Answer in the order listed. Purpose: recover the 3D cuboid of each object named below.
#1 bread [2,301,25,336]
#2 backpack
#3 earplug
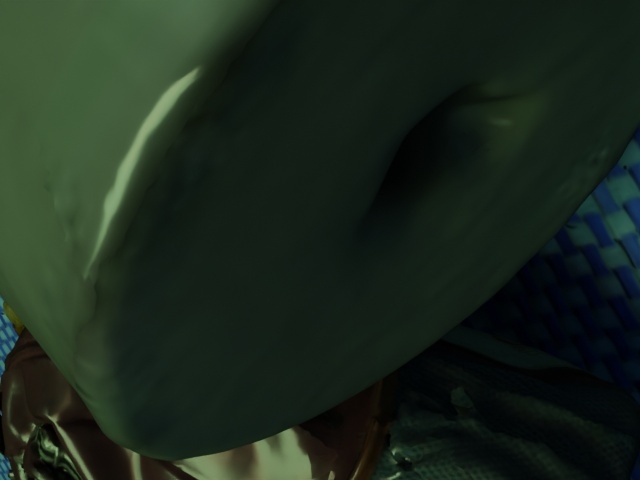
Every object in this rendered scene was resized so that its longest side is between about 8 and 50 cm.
[{"bbox_3d":[-0.182,0.041,1.196,0.140,0.106,0.236,60,153,-8],"label":"bread"},{"bbox_3d":[-0.016,0.126,0.774,0.317,0.197,0.283,14,156,2],"label":"backpack"},{"bbox_3d":[-0.073,-0.157,0.614,0.394,0.312,0.313,47,151,25],"label":"earplug"}]
